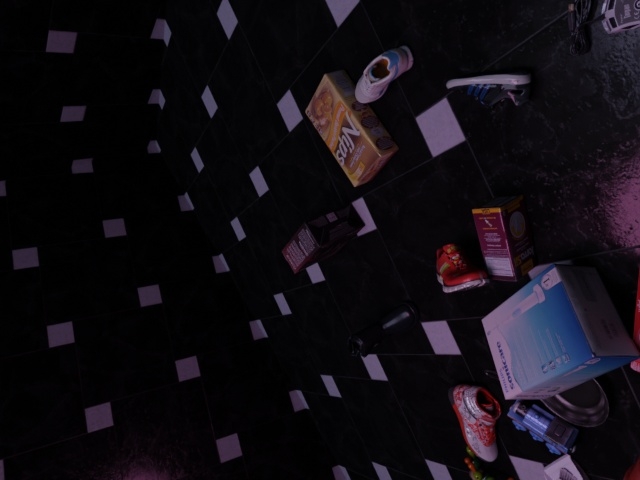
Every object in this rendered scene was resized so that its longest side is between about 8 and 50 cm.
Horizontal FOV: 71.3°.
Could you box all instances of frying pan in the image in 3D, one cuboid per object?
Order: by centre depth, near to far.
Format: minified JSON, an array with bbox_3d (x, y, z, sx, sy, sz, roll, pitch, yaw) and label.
[{"bbox_3d":[0.612,0.404,1.196,0.197,0.053,0.326,60,150,9],"label":"frying pan"}]

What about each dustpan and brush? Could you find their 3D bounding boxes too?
[{"bbox_3d":[0.725,0.721,1.237,0.211,0.060,0.147,46,144,28],"label":"dustpan and brush"}]

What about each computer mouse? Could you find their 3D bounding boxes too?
[{"bbox_3d":[0.529,-0.397,0.773,0.193,0.042,0.106,13,117,59],"label":"computer mouse"}]

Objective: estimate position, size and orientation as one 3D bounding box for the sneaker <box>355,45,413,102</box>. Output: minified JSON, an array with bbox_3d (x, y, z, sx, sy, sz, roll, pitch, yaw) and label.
[{"bbox_3d":[0.153,-0.457,1.243,0.087,0.092,0.229,62,150,2],"label":"sneaker"}]

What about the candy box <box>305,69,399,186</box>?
[{"bbox_3d":[0.092,-0.352,1.412,0.316,0.088,0.183,59,149,11],"label":"candy box"}]

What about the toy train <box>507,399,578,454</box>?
[{"bbox_3d":[0.608,0.506,1.224,0.184,0.080,0.105,31,158,39],"label":"toy train"}]

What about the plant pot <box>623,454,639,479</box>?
[{"bbox_3d":[0.748,0.413,0.823,0.272,0.272,0.265,23,121,48],"label":"plant pot"}]

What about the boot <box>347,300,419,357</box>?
[{"bbox_3d":[0.216,0.323,1.584,0.094,0.207,0.246,57,147,14],"label":"boot"}]

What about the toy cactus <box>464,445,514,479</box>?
[{"bbox_3d":[0.561,0.801,1.530,0.219,0.112,0.180,52,165,16],"label":"toy cactus"}]

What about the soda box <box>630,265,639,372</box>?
[{"bbox_3d":[0.678,0.144,0.873,0.083,0.092,0.263,18,126,50],"label":"soda box"}]

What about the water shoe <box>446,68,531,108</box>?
[{"bbox_3d":[0.373,-0.338,1.014,0.203,0.073,0.080,20,129,50],"label":"water shoe"}]

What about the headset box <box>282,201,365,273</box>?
[{"bbox_3d":[0.000,0.000,1.672,0.110,0.218,0.293,59,147,11],"label":"headset box"}]

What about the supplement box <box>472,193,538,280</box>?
[{"bbox_3d":[0.454,-0.007,1.094,0.081,0.104,0.188,0,112,56],"label":"supplement box"}]

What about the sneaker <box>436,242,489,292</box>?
[{"bbox_3d":[0.363,0.068,1.201,0.279,0.107,0.118,-110,9,-85],"label":"sneaker"}]

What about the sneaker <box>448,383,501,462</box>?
[{"bbox_3d":[0.522,0.587,1.422,0.270,0.090,0.145,64,151,6],"label":"sneaker"}]

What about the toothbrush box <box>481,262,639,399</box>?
[{"bbox_3d":[0.530,0.221,1.034,0.295,0.126,0.216,115,155,-50],"label":"toothbrush box"}]
